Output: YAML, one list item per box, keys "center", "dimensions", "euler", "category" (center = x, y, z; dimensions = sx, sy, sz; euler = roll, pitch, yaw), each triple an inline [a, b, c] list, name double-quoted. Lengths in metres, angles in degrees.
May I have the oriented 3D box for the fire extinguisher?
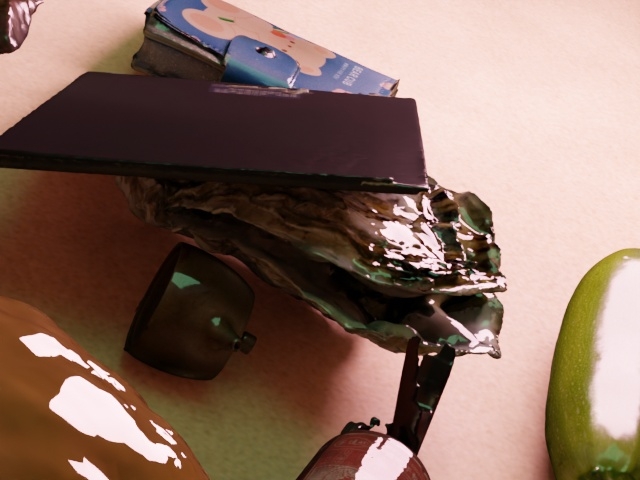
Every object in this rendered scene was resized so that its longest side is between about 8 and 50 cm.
- center: [0.025, 0.139, 0.888]
  dimensions: [0.075, 0.106, 0.252]
  euler: [39, 31, 5]
  category: "fire extinguisher"

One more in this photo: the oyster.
- center: [0.000, 0.000, 1.080]
  dimensions: [0.198, 0.112, 0.268]
  euler: [3, 22, -35]
  category: "oyster"

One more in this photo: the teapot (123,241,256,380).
- center: [-0.072, 0.048, 1.010]
  dimensions: [0.068, 0.076, 0.121]
  euler: [28, -2, -12]
  category: "teapot"

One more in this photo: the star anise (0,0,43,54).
- center: [-0.255, -0.151, 0.989]
  dimensions: [0.108, 0.315, 0.315]
  euler: [-27, 54, -33]
  category: "star anise"

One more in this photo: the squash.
- center: [0.192, 0.092, 1.108]
  dimensions: [0.082, 0.082, 0.292]
  euler: [24, 31, 1]
  category: "squash"

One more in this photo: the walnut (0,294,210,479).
- center: [-0.187, 0.152, 0.455]
  dimensions: [0.384, 0.383, 0.383]
  euler: [17, 30, -10]
  category: "walnut"

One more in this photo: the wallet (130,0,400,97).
- center: [-0.044, -0.135, 1.336]
  dimensions: [0.202, 0.059, 0.141]
  euler: [26, 23, 1]
  category: "wallet"

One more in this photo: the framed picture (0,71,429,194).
- center: [-0.060, -0.075, 1.104]
  dimensions: [0.255, 0.014, 0.338]
  euler: [4, 13, 1]
  category: "framed picture"
